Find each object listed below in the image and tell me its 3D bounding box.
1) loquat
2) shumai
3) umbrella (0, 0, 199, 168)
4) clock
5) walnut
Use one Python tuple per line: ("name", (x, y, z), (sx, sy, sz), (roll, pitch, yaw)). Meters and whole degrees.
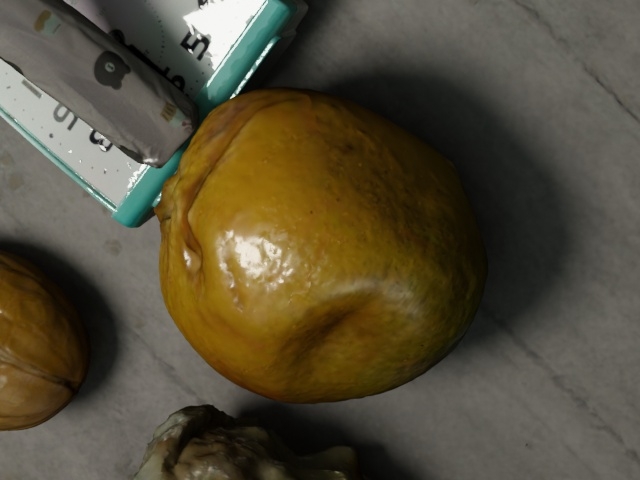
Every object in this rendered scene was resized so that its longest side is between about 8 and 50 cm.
("loquat", (0.000, 0.000, 1.432), (0.283, 0.276, 0.276), (2, 106, -15))
("shumai", (-0.036, 0.292, 1.498), (0.262, 0.267, 0.314), (6, 145, 11))
("umbrella", (-0.245, -0.179, 1.374), (0.337, 0.067, 0.073), (38, 99, -22))
("clock", (-0.167, -0.182, 1.515), (0.231, 0.116, 0.262), (40, 108, 7))
("walnut", (-0.322, 0.093, 1.589), (0.207, 0.167, 0.167), (31, 108, 3))
